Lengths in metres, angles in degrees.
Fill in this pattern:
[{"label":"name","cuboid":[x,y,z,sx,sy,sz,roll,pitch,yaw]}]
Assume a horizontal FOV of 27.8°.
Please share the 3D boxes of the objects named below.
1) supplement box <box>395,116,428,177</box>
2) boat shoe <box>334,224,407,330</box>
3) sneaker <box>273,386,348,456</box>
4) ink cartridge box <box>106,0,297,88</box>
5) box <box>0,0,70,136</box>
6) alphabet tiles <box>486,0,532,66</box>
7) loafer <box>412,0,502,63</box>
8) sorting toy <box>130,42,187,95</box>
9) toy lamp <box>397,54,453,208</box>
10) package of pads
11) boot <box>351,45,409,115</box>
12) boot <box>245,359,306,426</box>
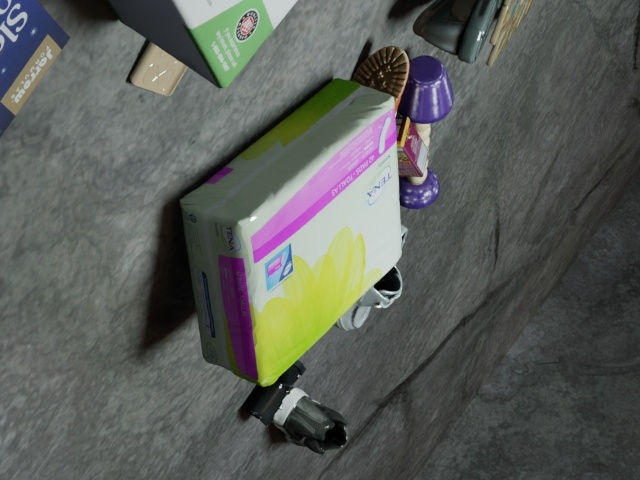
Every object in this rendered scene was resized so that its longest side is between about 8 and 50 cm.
[{"label":"supplement box","cuboid":[0.097,-0.118,1.640,0.083,0.055,0.043,51,47,-53]},{"label":"boat shoe","cuboid":[0.067,0.052,1.713,0.079,0.081,0.227,-45,157,-38]},{"label":"sneaker","cuboid":[-0.003,0.291,1.981,0.078,0.106,0.234,-56,162,-8]},{"label":"ink cartridge box","cuboid":[-0.049,-0.280,0.932,0.278,0.117,0.201,-52,161,-9]},{"label":"box","cuboid":[-0.239,-0.116,0.843,0.136,0.036,0.225,-57,163,-8]},{"label":"alphabet tiles","cuboid":[0.300,-0.400,1.754,0.342,0.011,0.285,-54,164,-53]},{"label":"loafer","cuboid":[0.182,-0.311,1.575,0.267,0.084,0.096,-64,169,-50]},{"label":"sorting toy","cuboid":[-0.126,-0.164,1.097,0.083,0.012,0.062,-59,157,8]},{"label":"toy lamp","cuboid":[0.132,-0.143,1.712,0.080,0.080,0.274,-52,162,-22]},{"label":"package of pads","cuboid":[-0.019,-0.008,1.407,0.296,0.101,0.229,-42,139,-40]},{"label":"boot","cuboid":[0.070,-0.173,1.542,0.084,0.059,0.158,-41,163,-51]},{"label":"boot","cuboid":[-0.066,0.200,1.778,0.099,0.045,0.121,-54,162,-8]}]
